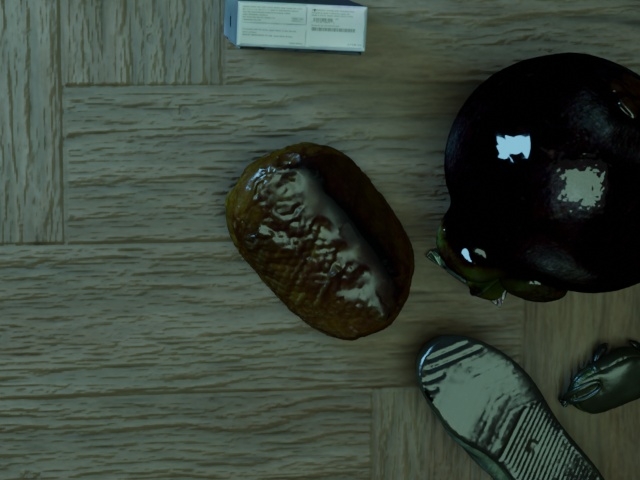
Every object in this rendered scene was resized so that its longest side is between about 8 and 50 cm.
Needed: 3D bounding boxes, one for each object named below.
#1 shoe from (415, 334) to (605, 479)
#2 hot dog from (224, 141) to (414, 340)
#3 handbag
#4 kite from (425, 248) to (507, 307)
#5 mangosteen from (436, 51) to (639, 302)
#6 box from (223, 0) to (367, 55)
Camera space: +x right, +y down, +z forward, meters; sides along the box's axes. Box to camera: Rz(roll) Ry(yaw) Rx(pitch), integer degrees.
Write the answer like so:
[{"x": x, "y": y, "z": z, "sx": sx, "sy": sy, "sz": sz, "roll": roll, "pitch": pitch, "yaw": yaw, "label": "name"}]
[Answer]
[{"x": 0.200, "y": 0.209, "z": 2.036, "sx": 0.103, "sy": 0.098, "sz": 0.275, "roll": -40, "pitch": 102, "yaw": -8, "label": "shoe"}, {"x": 0.002, "y": -0.001, "z": 1.964, "sx": 0.160, "sy": 0.099, "sz": 0.227, "roll": -34, "pitch": 105, "yaw": -1, "label": "hot dog"}, {"x": 0.315, "y": 0.154, "z": 2.066, "sx": 0.111, "sy": 0.047, "sz": 0.072, "roll": -26, "pitch": 108, "yaw": -3, "label": "handbag"}, {"x": 0.180, "y": 0.000, "z": 2.039, "sx": 0.139, "sy": 0.011, "sz": 0.156, "roll": -17, "pitch": 104, "yaw": -9, "label": "kite"}, {"x": 0.244, "y": -0.046, "z": 1.933, "sx": 0.275, "sy": 0.275, "sz": 0.302, "roll": 25, "pitch": 125, "yaw": -12, "label": "mangosteen"}, {"x": -0.027, "y": -0.221, "z": 1.903, "sx": 0.130, "sy": 0.129, "sz": 0.051, "roll": 2, "pitch": 101, "yaw": -9, "label": "box"}]
